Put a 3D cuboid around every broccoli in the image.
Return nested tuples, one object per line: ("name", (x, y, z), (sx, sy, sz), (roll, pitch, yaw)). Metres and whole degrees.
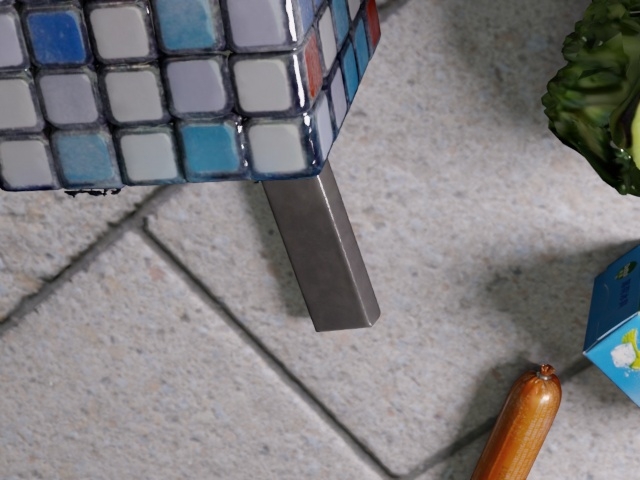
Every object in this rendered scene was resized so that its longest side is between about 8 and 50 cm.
("broccoli", (0.322, -0.152, 1.420), (0.277, 0.318, 0.338), (10, 152, 10))

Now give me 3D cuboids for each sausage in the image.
("sausage", (0.176, 0.261, 1.801), (0.053, 0.053, 0.348), (20, 122, 2))

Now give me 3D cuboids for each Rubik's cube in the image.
("Rubik's cube", (-0.128, -0.230, 1.465), (0.291, 0.287, 0.293), (-5, 118, 15))

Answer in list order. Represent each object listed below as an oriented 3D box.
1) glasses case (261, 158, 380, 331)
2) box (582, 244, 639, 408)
("glasses case", (0.000, 0.001, 1.706), (0.072, 0.042, 0.191), (-8, 117, 25))
("box", (0.338, 0.114, 1.630), (0.194, 0.139, 0.073), (44, 119, -13))
